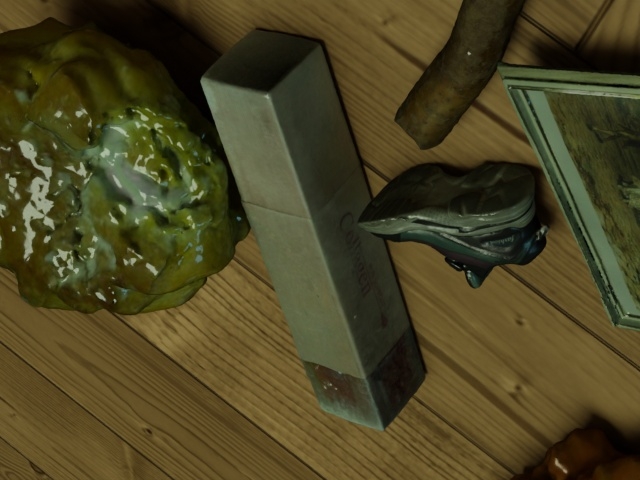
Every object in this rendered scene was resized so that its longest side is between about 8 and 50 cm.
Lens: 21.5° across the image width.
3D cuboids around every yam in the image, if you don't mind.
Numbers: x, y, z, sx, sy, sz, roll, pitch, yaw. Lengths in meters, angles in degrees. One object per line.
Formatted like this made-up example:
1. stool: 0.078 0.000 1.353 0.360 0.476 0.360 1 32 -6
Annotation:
1. yam: 0.121 -0.160 1.120 0.045 0.045 0.327 69 154 22

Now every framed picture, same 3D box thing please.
1. framed picture: 0.250 -0.012 1.153 0.217 0.017 0.274 8 141 41

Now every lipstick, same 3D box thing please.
1. lipstick: 0.000 0.000 1.405 0.079 0.076 0.371 17 140 37

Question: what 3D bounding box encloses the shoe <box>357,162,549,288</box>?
1. shoe: 0.109 -0.004 1.297 0.169 0.071 0.099 -2 130 44

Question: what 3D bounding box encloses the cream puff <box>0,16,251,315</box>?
1. cream puff: -0.177 -0.067 1.431 0.281 0.185 0.282 14 118 28

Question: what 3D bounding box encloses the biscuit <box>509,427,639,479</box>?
1. biscuit: 0.278 0.311 1.448 0.312 0.110 0.318 41 148 4
